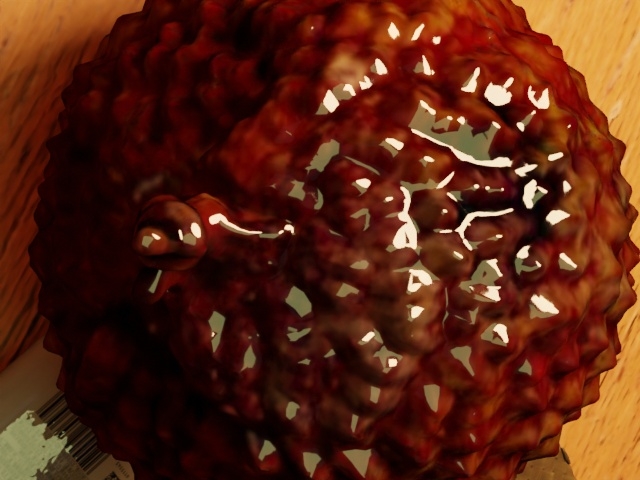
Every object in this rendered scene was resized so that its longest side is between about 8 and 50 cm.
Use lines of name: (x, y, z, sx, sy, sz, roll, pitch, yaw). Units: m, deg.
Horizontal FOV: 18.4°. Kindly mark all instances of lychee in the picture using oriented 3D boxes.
lychee: (0.000, 0.000, 1.326, 0.500, 0.425, 0.424, 18, 92, -64)

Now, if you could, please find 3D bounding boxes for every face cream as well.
face cream: (-0.250, 0.201, 1.439, 0.291, 0.071, 0.144, -43, 114, -15)

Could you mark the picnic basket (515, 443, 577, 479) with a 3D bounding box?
picnic basket: (0.137, 0.232, 1.655, 0.193, 0.055, 0.110, -34, 113, -19)
